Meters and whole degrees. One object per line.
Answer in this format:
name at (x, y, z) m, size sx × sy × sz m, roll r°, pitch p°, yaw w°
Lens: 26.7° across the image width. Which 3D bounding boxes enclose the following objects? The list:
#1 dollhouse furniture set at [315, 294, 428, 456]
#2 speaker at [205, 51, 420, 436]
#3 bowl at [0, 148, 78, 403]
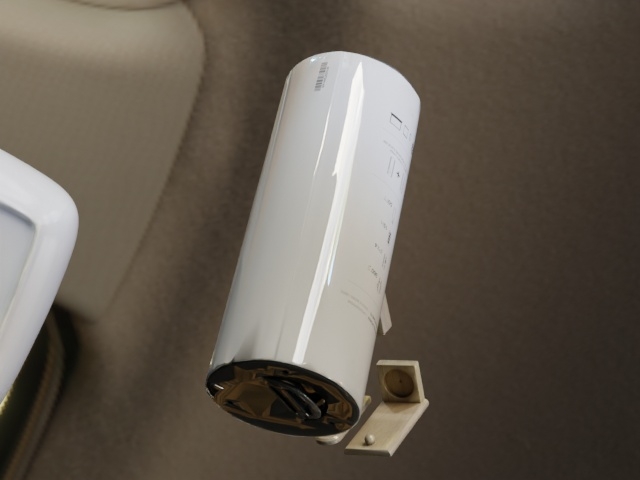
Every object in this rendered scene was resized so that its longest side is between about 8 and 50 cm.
dollhouse furniture set at (0.024, 0.148, 1.540) m, size 0.144 × 0.123 × 0.151 m, roll -2°, pitch -69°, yaw 27°
speaker at (0.000, 0.000, 0.484) m, size 0.055 × 0.055 × 0.136 m, roll -24°, pitch -137°, yaw 43°
bowl at (-0.190, 0.013, 0.620) m, size 0.142 × 0.142 × 0.053 m, roll -66°, pitch -161°, yaw -7°
